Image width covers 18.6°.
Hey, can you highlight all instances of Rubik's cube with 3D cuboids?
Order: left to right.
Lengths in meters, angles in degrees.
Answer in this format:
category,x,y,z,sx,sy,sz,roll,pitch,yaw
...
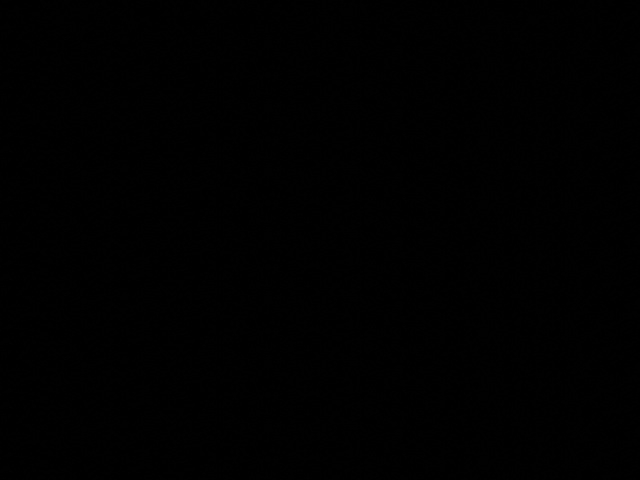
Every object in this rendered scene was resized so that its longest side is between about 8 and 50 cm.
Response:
category,x,y,z,sx,sy,sz,roll,pitch,yaw
Rubik's cube,-0.088,-0.069,0.182,0.344,0.337,0.344,-17,163,-37
